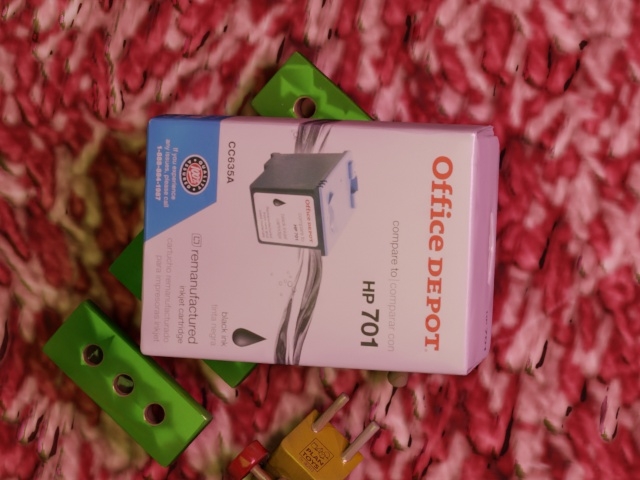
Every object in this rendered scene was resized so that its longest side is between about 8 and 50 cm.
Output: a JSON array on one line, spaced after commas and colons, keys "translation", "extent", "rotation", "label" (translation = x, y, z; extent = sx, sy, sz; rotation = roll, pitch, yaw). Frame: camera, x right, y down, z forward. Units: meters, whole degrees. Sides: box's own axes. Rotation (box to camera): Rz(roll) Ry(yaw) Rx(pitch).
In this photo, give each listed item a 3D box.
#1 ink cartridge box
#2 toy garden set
[{"translation": [0.000, 0.000, 1.100], "extent": [0.191, 0.082, 0.139], "rotation": [3, 94, 14], "label": "ink cartridge box"}, {"translation": [-0.016, 0.044, 1.173], "extent": [0.204, 0.049, 0.244], "rotation": [43, 101, 7], "label": "toy garden set"}]
